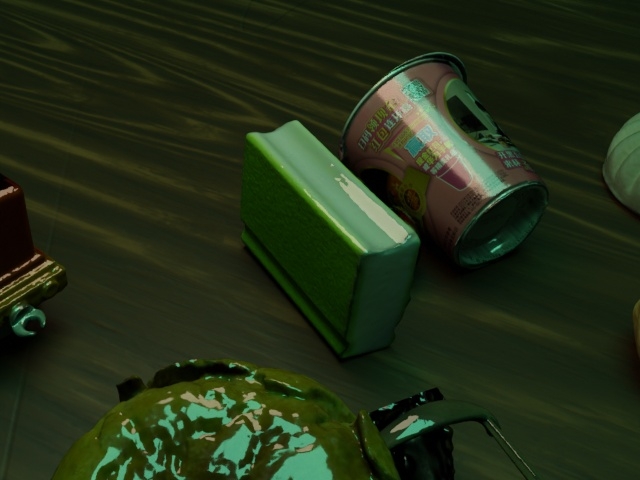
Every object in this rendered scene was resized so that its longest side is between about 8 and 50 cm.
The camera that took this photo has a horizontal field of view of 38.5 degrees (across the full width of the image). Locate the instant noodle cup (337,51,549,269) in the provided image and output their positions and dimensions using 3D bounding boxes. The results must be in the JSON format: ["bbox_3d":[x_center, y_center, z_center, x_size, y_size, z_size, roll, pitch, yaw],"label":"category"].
[{"bbox_3d":[0.187,-0.103,1.319,0.244,0.244,0.255,-20,55,-26],"label":"instant noodle cup"}]

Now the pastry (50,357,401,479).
[{"bbox_3d":[-0.071,0.264,0.743,0.356,0.163,0.356,2,58,-3],"label":"pastry"}]

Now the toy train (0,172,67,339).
[{"bbox_3d":[-0.468,-0.006,1.122,0.369,0.231,0.163,30,44,25],"label":"toy train"}]

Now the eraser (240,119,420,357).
[{"bbox_3d":[0.000,0.000,1.181,0.092,0.210,0.274,-21,50,-28],"label":"eraser"}]

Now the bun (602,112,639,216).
[{"bbox_3d":[0.589,-0.146,1.430,0.263,0.175,0.263,3,40,-3],"label":"bun"}]

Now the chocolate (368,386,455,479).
[{"bbox_3d":[0.089,0.243,0.989,0.156,0.156,0.133,-17,74,-23],"label":"chocolate"}]

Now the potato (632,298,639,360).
[{"bbox_3d":[0.456,0.138,1.144,0.109,0.118,0.178,-32,59,10],"label":"potato"}]

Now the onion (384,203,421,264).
[{"bbox_3d":[0.085,0.005,1.260,0.119,0.118,0.117,-6,27,-12],"label":"onion"}]

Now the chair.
[{"bbox_3d":[0.148,0.308,0.875,0.188,0.166,0.272,-15,50,-21],"label":"chair"}]
